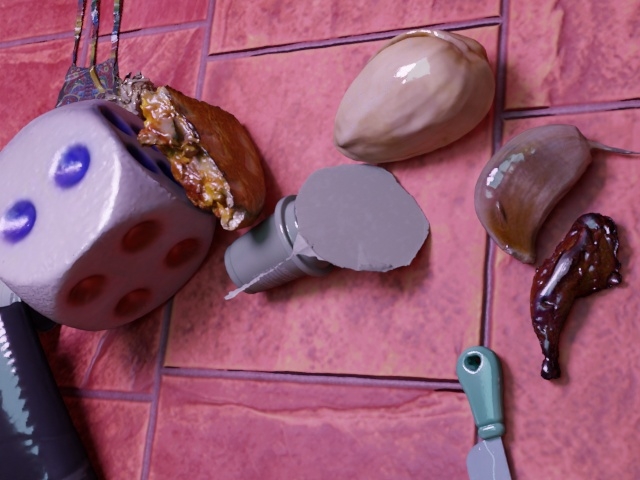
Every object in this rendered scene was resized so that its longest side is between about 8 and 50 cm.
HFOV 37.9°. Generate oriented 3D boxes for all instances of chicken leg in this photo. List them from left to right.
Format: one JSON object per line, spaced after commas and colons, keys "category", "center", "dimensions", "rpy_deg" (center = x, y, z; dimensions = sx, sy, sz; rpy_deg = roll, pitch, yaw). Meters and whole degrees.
{"category": "chicken leg", "center": [0.294, 0.061, 1.111], "dimensions": [0.093, 0.053, 0.205], "rpy_deg": [33, 95, 17]}

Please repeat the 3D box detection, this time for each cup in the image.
{"category": "cup", "center": [-0.054, 0.015, 1.272], "dimensions": [0.141, 0.120, 0.120], "rpy_deg": [-32, 62, 29]}

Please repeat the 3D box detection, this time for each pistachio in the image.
{"category": "pistachio", "center": [0.118, -0.187, 1.228], "dimensions": [0.230, 0.157, 0.157], "rpy_deg": [-29, 63, 31]}

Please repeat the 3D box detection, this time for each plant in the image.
{"category": "plant", "center": [-0.320, -0.220, 1.466], "dimensions": [0.122, 0.104, 0.116], "rpy_deg": [28, 98, -9]}

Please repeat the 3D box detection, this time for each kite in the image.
{"category": "kite", "center": [-0.388, -0.304, 1.593], "dimensions": [0.152, 0.015, 0.285], "rpy_deg": [-3, 76, 24]}

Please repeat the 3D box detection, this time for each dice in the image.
{"category": "dice", "center": [-0.312, -0.035, 1.332], "dimensions": [0.251, 0.259, 0.243], "rpy_deg": [-45, 62, 7]}

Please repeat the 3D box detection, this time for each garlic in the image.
{"category": "garlic", "center": [0.275, -0.077, 1.151], "dimensions": [0.198, 0.090, 0.128], "rpy_deg": [-45, 75, 1]}

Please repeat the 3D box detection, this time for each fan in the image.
{"category": "fan", "center": [0.000, 0.001, 1.189], "dimensions": [0.310, 0.010, 0.182], "rpy_deg": [-30, 67, -29]}

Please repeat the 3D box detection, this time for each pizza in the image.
{"category": "pizza", "center": [-0.168, -0.122, 1.276], "dimensions": [0.081, 0.229, 0.289], "rpy_deg": [-36, 33, 16]}

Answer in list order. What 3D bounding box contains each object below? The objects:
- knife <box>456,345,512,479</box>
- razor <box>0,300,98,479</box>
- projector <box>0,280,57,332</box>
{"category": "knife", "center": [0.201, 0.255, 1.110], "dimensions": [0.063, 0.035, 0.260], "rpy_deg": [-15, 72, 27]}
{"category": "razor", "center": [-0.452, 0.266, 1.343], "dimensions": [0.204, 0.113, 0.349], "rpy_deg": [-26, 84, 22]}
{"category": "projector", "center": [-0.577, 0.108, 1.508], "dimensions": [0.338, 0.108, 0.108], "rpy_deg": [-7, 72, 25]}
